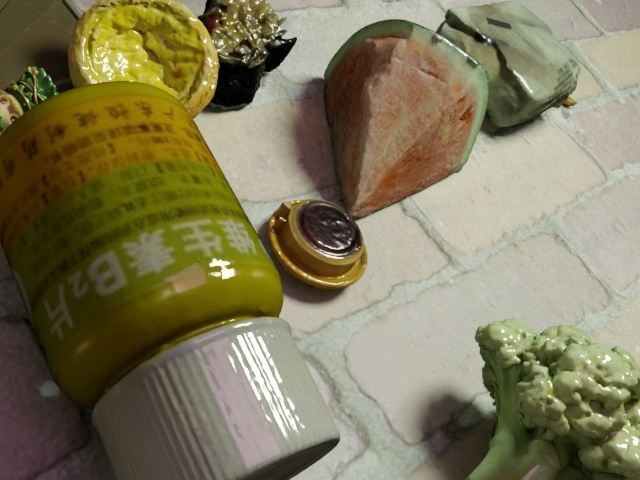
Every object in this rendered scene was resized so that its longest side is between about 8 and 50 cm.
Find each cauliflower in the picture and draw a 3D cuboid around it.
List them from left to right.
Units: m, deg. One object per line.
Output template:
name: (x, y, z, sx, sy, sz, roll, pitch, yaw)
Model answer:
cauliflower: (0.272, 0.226, 0.780, 0.327, 0.260, 0.281, 37, 35, 30)

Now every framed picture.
framed picture: (-0.405, -0.254, 0.914, 0.189, 0.023, 0.260, 48, 45, 11)

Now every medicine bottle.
medicine bottle: (-0.151, 0.058, 0.676, 0.224, 0.224, 0.384, -13, 64, -38)

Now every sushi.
sushi: (-0.118, -0.289, 1.058, 0.147, 0.115, 0.213, 25, 45, -11)

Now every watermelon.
watermelon: (0.149, -0.170, 1.083, 0.250, 0.283, 0.293, 2, 79, -13)

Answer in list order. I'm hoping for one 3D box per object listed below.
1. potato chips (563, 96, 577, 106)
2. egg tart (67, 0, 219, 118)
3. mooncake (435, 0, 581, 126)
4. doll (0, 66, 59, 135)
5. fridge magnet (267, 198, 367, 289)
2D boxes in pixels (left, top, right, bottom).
potato chips: (0.470, -0.359, 1.545, 0.204, 0.037, 0.026, 48, 55, 3)
egg tart: (-0.228, -0.227, 0.935, 0.191, 0.074, 0.191, 1, 88, -12)
mooncake: (0.359, -0.338, 1.382, 0.254, 0.136, 0.250, -21, 66, -36)
doll: (-0.362, -0.152, 0.844, 0.113, 0.076, 0.078, -29, 103, -13)
fridge magnet: (0.000, 0.000, 0.932, 0.143, 0.063, 0.143, 17, 45, -17)
